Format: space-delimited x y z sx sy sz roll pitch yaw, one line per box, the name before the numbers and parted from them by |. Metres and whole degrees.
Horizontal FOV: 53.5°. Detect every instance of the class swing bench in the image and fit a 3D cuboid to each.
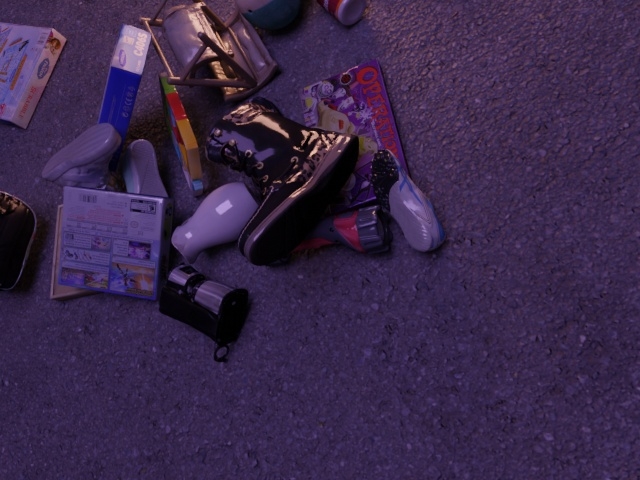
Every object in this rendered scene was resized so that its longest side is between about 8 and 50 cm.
swing bench | -0.281 -0.498 1.601 0.165 0.254 0.253 -45 58 28

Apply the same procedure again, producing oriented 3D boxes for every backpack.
backpack | -0.889 -0.006 1.688 0.191 0.225 0.254 -2 69 55

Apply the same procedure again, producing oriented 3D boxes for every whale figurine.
whale figurine | -0.096 -0.652 1.640 0.216 0.141 0.272 3 49 44

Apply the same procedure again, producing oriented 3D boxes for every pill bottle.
pill bottle | 0.038 -0.608 1.578 0.086 0.086 0.152 -44 61 4

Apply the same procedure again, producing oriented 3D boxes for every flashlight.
flashlight | 0.000 0.000 1.386 0.304 0.103 0.103 -13 66 24

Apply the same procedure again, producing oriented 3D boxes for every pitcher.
pitcher | -0.245 -0.056 1.498 0.207 0.125 0.178 -34 29 3

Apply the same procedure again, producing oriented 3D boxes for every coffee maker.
coffee maker | -0.273 0.158 1.429 0.178 0.120 0.171 20 82 28

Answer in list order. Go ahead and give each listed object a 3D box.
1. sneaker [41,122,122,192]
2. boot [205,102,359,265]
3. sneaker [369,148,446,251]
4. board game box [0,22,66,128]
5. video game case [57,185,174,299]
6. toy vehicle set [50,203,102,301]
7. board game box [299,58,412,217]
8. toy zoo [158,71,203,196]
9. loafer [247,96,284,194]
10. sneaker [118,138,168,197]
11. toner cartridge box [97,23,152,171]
sneaker | -0.546 -0.182 1.586 0.292 0.169 0.108 -17 48 38
boot | -0.123 -0.137 1.337 0.284 0.138 0.377 27 61 20
sneaker | 0.180 -0.085 1.321 0.085 0.086 0.237 -37 76 41
board game box | -0.990 -0.527 1.999 0.318 0.066 0.319 16 79 26
video game case | -0.498 0.003 1.540 0.269 0.061 0.244 8 95 13
toy vehicle set | -0.627 0.017 1.676 0.166 0.035 0.267 -11 69 20
board game box | 0.077 -0.233 1.457 0.208 0.056 0.347 -17 66 12
toy zoo | -0.337 -0.242 1.560 0.030 0.192 0.293 -17 62 -16
loafer | -0.133 -0.228 1.514 0.109 0.095 0.303 -20 66 17
sneaker | -0.458 -0.122 1.639 0.151 0.094 0.256 -6 91 61
toner cartridge box | -0.504 -0.346 1.587 0.348 0.075 0.165 126 150 -46
